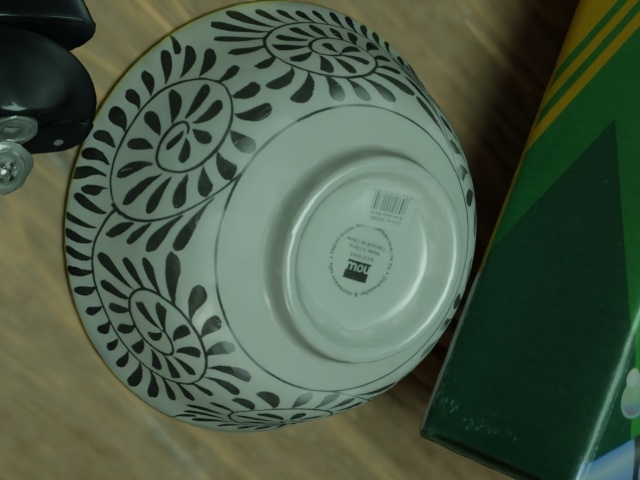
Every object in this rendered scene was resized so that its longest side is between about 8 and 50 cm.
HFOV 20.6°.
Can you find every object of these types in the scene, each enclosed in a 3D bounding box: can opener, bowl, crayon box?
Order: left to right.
[{"bbox_3d":[-0.159,-0.045,0.564,0.186,0.073,0.059,-10,145,-25],"label":"can opener"},{"bbox_3d":[0.000,0.000,0.646,0.170,0.080,0.170,-8,106,-30],"label":"bowl"},{"bbox_3d":[0.181,-0.044,0.717,0.203,0.083,0.323,19,91,-46],"label":"crayon box"}]
